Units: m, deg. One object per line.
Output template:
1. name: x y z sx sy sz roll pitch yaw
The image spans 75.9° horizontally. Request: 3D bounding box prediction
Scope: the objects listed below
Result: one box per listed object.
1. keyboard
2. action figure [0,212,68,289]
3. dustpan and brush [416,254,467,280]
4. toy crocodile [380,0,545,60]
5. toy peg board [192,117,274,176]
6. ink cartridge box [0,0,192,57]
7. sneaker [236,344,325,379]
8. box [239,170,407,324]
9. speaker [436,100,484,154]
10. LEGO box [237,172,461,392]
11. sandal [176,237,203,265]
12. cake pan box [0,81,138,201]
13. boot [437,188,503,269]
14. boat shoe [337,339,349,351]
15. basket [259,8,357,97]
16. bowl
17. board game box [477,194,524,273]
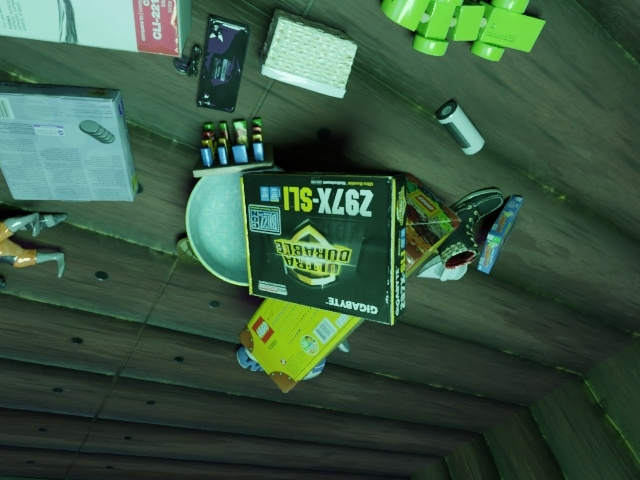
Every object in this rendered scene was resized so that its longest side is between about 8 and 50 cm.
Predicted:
1. keyboard: -0.210 -0.348 0.819 0.108 0.023 0.180 5 130 -23
2. action figure: -0.793 0.006 0.981 0.330 0.179 0.341 8 157 -8
3. dustpan and brush: 0.411 0.068 1.283 0.147 0.060 0.211 6 130 -16
4. toy crocodile: 0.281 -0.427 0.794 0.340 0.105 0.115 -1 132 -15
5. toy peg board: -0.185 -0.204 0.871 0.161 0.161 0.079 -8 117 -4
6. ink cartridge box: -0.351 -0.386 0.638 0.272 0.197 0.114 1 130 -12
7. sneaker: -0.115 0.376 1.420 0.315 0.127 0.182 12 131 -18
8. box: 0.000 0.000 0.776 0.322 0.079 0.257 7 105 31
9. speaker: 0.333 -0.265 0.972 0.055 0.055 0.136 -38 128 23
10. LEGO box: 0.073 0.097 1.028 0.500 0.193 0.372 -52 165 31
11. sandal: -0.324 0.033 1.130 0.072 0.049 0.180 -26 146 21
12. cake pan box: -0.544 -0.197 0.863 0.266 0.070 0.246 -1 130 -10
13. boot: 0.408 -0.029 1.113 0.236 0.179 0.085 -25 131 14
14. boat shoe: 0.027 0.354 1.474 0.083 0.065 0.183 -30 123 18
15. basket: -0.024 -0.358 0.784 0.167 0.113 0.103 11 125 -19
16. bowl: -0.181 -0.037 0.991 0.289 0.290 0.156 11 171 -20
17. board game box: 0.505 -0.020 1.149 0.035 0.201 0.136 24 138 27
